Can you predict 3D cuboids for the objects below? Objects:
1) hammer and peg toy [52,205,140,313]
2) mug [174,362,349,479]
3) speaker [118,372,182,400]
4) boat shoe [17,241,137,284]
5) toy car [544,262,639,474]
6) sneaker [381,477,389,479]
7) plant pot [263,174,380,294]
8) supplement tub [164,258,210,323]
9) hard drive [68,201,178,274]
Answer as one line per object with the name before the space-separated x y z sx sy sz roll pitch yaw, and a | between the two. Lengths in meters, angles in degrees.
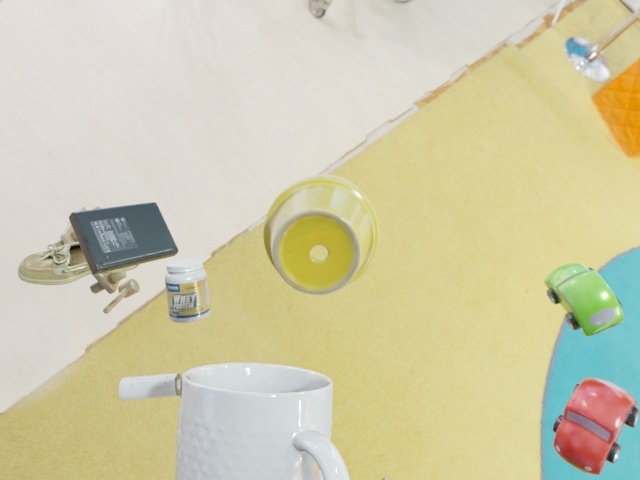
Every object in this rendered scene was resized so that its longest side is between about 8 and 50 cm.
hammer and peg toy | -0.743 0.073 1.666 0.127 0.266 0.361 -28 117 2
mug | -0.090 0.411 0.832 0.276 0.374 0.328 9 83 -44
speaker | -0.405 0.349 1.141 0.136 0.055 0.055 -5 67 -1
boat shoe | -0.611 0.038 1.220 0.285 0.089 0.104 -12 51 -30
toy car | 0.326 0.104 0.531 0.239 0.053 0.225 -29 44 9
sneaker | 0.242 0.769 1.444 0.135 0.058 0.052 46 26 15
plant pot | 0.000 0.000 0.979 0.254 0.239 0.254 1 103 3
supplement tub | -0.465 0.174 1.669 0.144 0.144 0.199 -9 102 -25
hard drive | -0.291 -0.008 0.720 0.135 0.022 0.094 -16 74 -50
